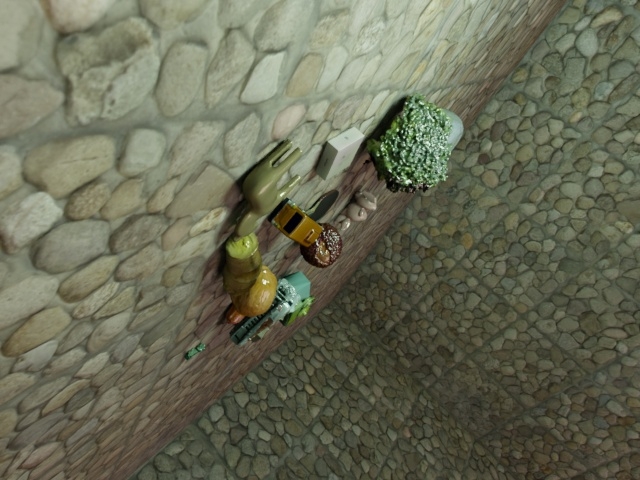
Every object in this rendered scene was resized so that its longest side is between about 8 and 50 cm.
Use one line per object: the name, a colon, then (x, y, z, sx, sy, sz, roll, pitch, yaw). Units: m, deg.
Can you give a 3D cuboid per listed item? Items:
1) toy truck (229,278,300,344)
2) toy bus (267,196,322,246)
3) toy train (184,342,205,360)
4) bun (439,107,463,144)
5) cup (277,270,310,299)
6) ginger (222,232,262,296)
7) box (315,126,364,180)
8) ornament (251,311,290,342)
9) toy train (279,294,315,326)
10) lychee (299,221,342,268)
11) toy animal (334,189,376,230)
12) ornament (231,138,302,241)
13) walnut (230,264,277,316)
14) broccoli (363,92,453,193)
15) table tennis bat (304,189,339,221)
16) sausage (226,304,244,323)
toy truck: (-0.222, 0.288, 1.647, 0.338, 0.133, 0.184, -40, -177, 25)
toy bus: (-0.071, -0.050, 1.305, 0.098, 0.114, 0.201, -49, 160, 2)
toy train: (-0.499, 0.444, 1.630, 0.045, 0.029, 0.092, -46, 172, 30)
bun: (0.436, -0.400, 1.740, 0.362, 0.211, 0.362, -48, 168, -14)
cup: (-0.164, 0.241, 1.885, 0.148, 0.134, 0.235, -22, 180, 35)
ginger: (-0.231, 0.072, 1.208, 0.263, 0.116, 0.110, 108, -13, -53)
box: (0.057, -0.264, 1.245, 0.129, 0.051, 0.130, -38, 165, -36)
ornament: (-0.258, 0.357, 1.941, 0.285, 0.130, 0.120, -37, -171, -39)
toy train: (-0.150, 0.342, 2.208, 0.188, 0.159, 0.272, -31, 161, -33)
lychee: (0.001, 0.020, 1.679, 0.188, 0.188, 0.188, -44, 168, -13)
toy animal: (0.165, -0.132, 1.900, 0.212, 0.124, 0.124, -46, 169, 26)
ornament: (-0.145, -0.108, 1.026, 0.245, 0.061, 0.230, -46, 170, -14)
walnut: (-0.226, 0.171, 1.396, 0.159, 0.159, 0.207, -32, 157, -50)
broccoli: (0.300, -0.345, 1.474, 0.292, 0.349, 0.281, -5, -167, -12)
table tennis bat: (-0.019, -0.111, 1.538, 0.173, 0.022, 0.301, -54, 167, 31)
sausage: (-0.297, 0.247, 1.588, 0.234, 0.071, 0.071, -51, 167, 19)
